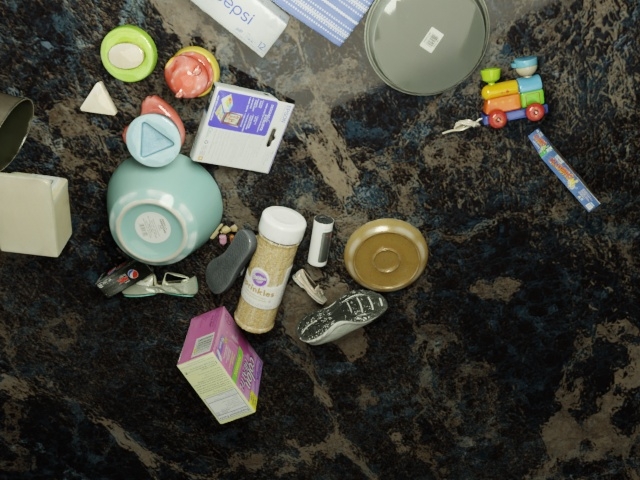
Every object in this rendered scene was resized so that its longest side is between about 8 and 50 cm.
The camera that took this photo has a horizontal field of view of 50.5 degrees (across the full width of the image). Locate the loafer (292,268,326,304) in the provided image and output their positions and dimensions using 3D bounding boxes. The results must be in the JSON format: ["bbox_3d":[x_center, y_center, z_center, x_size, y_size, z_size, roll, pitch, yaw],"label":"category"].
[{"bbox_3d":[-0.023,0.131,1.923,0.039,0.045,0.125,-43,108,15],"label":"loafer"}]

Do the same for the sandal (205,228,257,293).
[{"bbox_3d":[-0.235,0.065,1.850,0.054,0.097,0.254,-5,151,-44],"label":"sandal"}]

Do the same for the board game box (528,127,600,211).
[{"bbox_3d":[0.600,-0.175,1.678,0.035,0.136,0.201,-40,112,22],"label":"board game box"}]

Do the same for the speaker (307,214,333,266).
[{"bbox_3d":[0.000,0.000,1.839,0.055,0.055,0.136,8,119,-3],"label":"speaker"}]

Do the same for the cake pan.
[{"bbox_3d":[0.248,-0.469,1.565,0.292,0.054,0.294,0,120,1],"label":"cake pan"}]

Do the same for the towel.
[{"bbox_3d":[0.042,-0.631,1.493,0.243,0.040,0.336,30,118,-17],"label":"towel"}]

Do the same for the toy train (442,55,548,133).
[{"bbox_3d":[0.403,-0.344,1.612,0.247,0.105,0.144,-10,109,7],"label":"toy train"}]

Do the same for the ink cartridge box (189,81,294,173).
[{"bbox_3d":[-0.194,-0.274,1.676,0.208,0.045,0.206,8,123,-29],"label":"ink cartridge box"}]

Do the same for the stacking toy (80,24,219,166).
[{"bbox_3d":[-0.416,-0.339,1.597,0.279,0.130,0.309,26,112,-12],"label":"stacking toy"}]

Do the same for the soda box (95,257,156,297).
[{"bbox_3d":[-0.543,0.093,1.905,0.168,0.053,0.060,-27,116,17],"label":"soda box"}]

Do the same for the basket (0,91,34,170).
[{"bbox_3d":[-0.846,-0.296,1.632,0.226,0.205,0.154,23,158,-2],"label":"basket"}]

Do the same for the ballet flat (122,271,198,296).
[{"bbox_3d":[-0.452,0.122,1.919,0.213,0.072,0.068,0,101,-2],"label":"ballet flat"}]

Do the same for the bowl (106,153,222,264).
[{"bbox_3d":[-0.419,-0.059,1.754,0.311,0.163,0.312,1,121,1],"label":"bowl"}]

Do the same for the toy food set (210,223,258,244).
[{"bbox_3d":[-0.236,-0.011,1.848,0.122,0.019,0.078,23,120,-34],"label":"toy food set"}]

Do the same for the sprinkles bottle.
[{"bbox_3d":[-0.141,0.084,1.853,0.121,0.121,0.356,15,120,-7],"label":"sprinkles bottle"}]

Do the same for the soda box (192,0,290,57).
[{"bbox_3d":[-0.208,-0.544,1.511,0.286,0.091,0.098,35,116,-17],"label":"soda box"}]

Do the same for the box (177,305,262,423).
[{"bbox_3d":[-0.282,0.357,1.958,0.117,0.214,0.243,-22,117,14],"label":"box"}]

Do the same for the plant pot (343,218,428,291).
[{"bbox_3d":[0.182,0.050,1.877,0.236,0.032,0.237,0,120,0],"label":"plant pot"}]

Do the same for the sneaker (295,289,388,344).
[{"bbox_3d":[0.065,0.224,1.955,0.271,0.100,0.108,-22,150,6],"label":"sneaker"}]

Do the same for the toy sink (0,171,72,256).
[{"bbox_3d":[-0.745,-0.094,1.760,0.152,0.131,0.234,6,125,-2],"label":"toy sink"}]
